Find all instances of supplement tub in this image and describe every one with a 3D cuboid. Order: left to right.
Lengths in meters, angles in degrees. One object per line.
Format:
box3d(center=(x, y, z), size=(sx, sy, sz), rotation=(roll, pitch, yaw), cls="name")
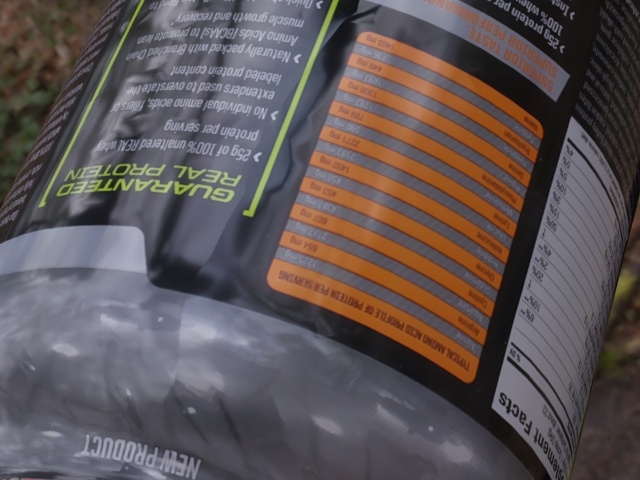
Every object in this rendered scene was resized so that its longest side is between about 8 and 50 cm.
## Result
box3d(center=(0.000, 0.000, 0.497), size=(0.194, 0.193, 0.316), rotation=(-12, 46, 42), cls="supplement tub")
